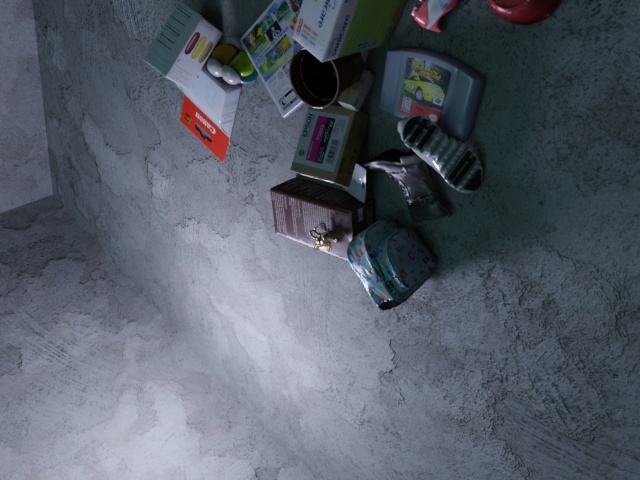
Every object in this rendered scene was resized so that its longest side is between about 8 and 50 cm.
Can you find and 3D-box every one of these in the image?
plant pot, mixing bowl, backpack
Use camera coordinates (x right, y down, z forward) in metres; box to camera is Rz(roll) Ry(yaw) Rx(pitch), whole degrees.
[{"bbox_3d":[0.028,-0.474,1.532,0.167,0.165,0.167,23,131,29],"label":"plant pot"},{"bbox_3d":[0.435,-0.562,1.212,0.181,0.098,0.181,24,128,35],"label":"mixing bowl"},{"bbox_3d":[0.216,0.062,1.730,0.253,0.225,0.191,53,139,5],"label":"backpack"}]

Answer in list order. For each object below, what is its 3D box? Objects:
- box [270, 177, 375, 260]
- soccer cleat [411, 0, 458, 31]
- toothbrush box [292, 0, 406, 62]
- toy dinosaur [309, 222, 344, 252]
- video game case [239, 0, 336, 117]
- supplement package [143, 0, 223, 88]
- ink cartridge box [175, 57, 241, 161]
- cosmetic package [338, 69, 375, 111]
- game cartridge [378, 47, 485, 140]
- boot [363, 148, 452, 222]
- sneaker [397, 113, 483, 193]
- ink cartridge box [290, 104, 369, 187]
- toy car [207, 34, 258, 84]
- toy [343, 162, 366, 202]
[{"bbox_3d":[0.006,-0.082,1.931,0.381,0.143,0.191,22,127,39],"label":"box"},{"bbox_3d":[0.316,-0.623,1.330,0.095,0.083,0.248,28,134,-9],"label":"soccer cleat"},{"bbox_3d":[0.088,-0.599,1.407,0.122,0.283,0.206,44,139,17],"label":"toothbrush box"},{"bbox_3d":[0.000,0.000,1.840,0.183,0.053,0.093,-28,94,51],"label":"toy dinosaur"},{"bbox_3d":[-0.090,-0.591,1.724,0.329,0.036,0.300,-26,94,48],"label":"video game case"},{"bbox_3d":[-0.491,-0.697,1.977,0.134,0.139,0.244,39,101,21],"label":"supplement package"},{"bbox_3d":[-0.475,-0.533,2.188,0.308,0.091,0.385,44,137,18],"label":"ink cartridge box"},{"bbox_3d":[0.106,-0.444,1.623,0.060,0.041,0.115,25,88,33],"label":"cosmetic package"},{"bbox_3d":[0.292,-0.410,1.495,0.294,0.060,0.196,30,128,31],"label":"game cartridge"},{"bbox_3d":[0.257,-0.156,1.663,0.263,0.091,0.229,5,123,50],"label":"boot"},{"bbox_3d":[0.324,-0.240,1.495,0.292,0.110,0.118,38,-174,-19],"label":"sneaker"},{"bbox_3d":[0.027,-0.303,1.730,0.193,0.088,0.235,19,96,36],"label":"ink cartridge box"},{"bbox_3d":[-0.290,-0.610,1.925,0.182,0.159,0.136,33,168,28],"label":"toy car"},{"bbox_3d":[0.082,-0.241,1.811,0.237,0.056,0.137,37,147,33],"label":"toy"}]
